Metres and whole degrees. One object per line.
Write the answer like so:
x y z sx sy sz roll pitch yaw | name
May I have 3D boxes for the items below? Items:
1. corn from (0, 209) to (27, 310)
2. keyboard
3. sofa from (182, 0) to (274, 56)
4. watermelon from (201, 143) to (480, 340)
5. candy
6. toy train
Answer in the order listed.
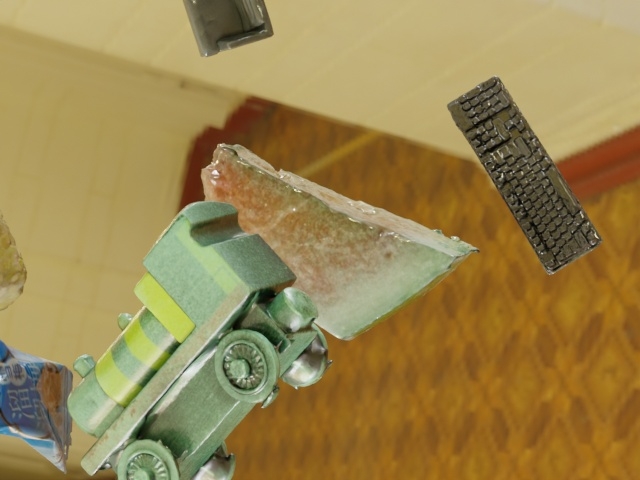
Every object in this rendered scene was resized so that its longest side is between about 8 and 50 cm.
-0.256 -0.079 0.833 0.288 0.086 0.086 55 148 4 | corn
0.225 -0.076 1.707 0.231 0.072 0.023 60 -172 15 | keyboard
-0.116 -0.294 1.782 0.060 0.085 0.147 -9 98 64 | sofa
0.000 0.016 1.657 0.264 0.302 0.151 -106 38 -85 | watermelon
-0.221 0.117 1.128 0.038 0.136 0.088 -19 61 19 | candy
-0.087 0.083 0.990 0.132 0.083 0.200 48 114 14 | toy train
